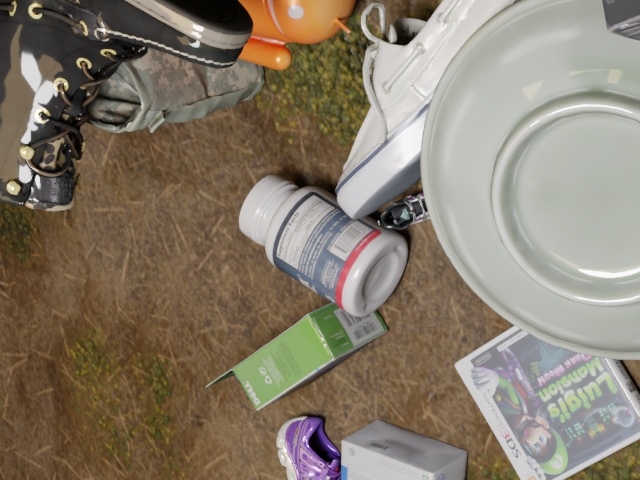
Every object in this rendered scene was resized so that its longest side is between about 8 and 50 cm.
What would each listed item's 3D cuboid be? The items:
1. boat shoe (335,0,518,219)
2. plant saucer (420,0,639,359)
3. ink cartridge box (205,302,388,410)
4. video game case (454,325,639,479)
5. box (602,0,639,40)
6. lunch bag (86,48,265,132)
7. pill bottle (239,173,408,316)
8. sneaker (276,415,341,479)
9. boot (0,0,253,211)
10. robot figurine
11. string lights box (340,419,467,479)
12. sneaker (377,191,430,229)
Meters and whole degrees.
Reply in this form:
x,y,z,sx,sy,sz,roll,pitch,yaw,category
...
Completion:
x,y,z,sx,sy,sz,roll,pitch,yaw,category
0.105,-0.186,1.980,0.156,0.136,0.367,50,127,13,boat shoe
0.281,-0.050,1.836,0.400,0.100,0.400,8,114,17,plant saucer
-0.029,0.141,2.224,0.209,0.109,0.062,-37,81,41,ink cartridge box
0.254,0.169,2.060,0.190,0.022,0.173,-37,80,40,video game case
0.349,-0.361,1.689,0.242,0.076,0.307,-19,72,42,box
-0.225,-0.239,2.158,0.287,0.235,0.169,50,124,14,lunch bag
0.000,0.000,2.150,0.180,0.108,0.108,32,124,27,pill bottle
0.002,0.294,2.287,0.071,0.068,0.170,-19,93,36,sneaker
-0.251,-0.167,1.967,0.377,0.138,0.284,24,109,27,boot
-0.051,-0.285,2.073,0.219,0.158,0.128,13,149,36,robot figurine
0.093,0.358,2.227,0.133,0.077,0.259,17,116,34,string lights box
0.105,-0.033,2.078,0.098,0.069,0.038,-26,90,42,sneaker
